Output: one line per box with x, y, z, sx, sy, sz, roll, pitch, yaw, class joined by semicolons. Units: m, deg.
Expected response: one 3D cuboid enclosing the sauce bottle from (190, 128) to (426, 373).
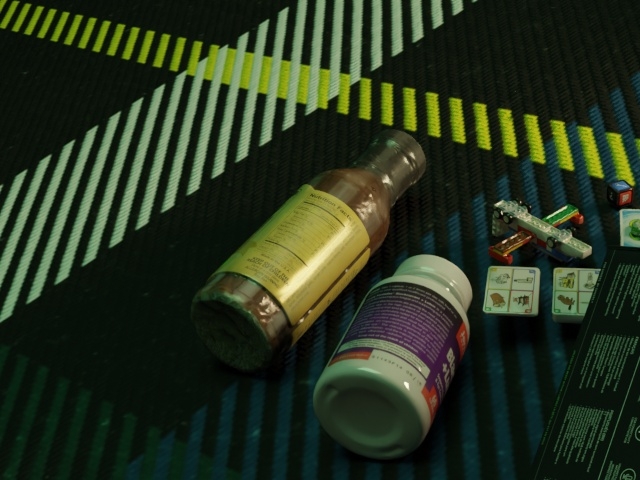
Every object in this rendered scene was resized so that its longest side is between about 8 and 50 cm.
0.000;0.000;1.591;0.111;0.111;0.344;7;37;36;sauce bottle

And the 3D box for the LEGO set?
0.259;0.019;1.507;0.182;0.060;0.244;2;35;9;LEGO set

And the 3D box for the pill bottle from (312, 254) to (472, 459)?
0.075;0.100;1.384;0.108;0.108;0.193;-1;34;26;pill bottle

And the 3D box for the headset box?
0.301;0.144;1.021;0.283;0.131;0.246;2;66;51;headset box
